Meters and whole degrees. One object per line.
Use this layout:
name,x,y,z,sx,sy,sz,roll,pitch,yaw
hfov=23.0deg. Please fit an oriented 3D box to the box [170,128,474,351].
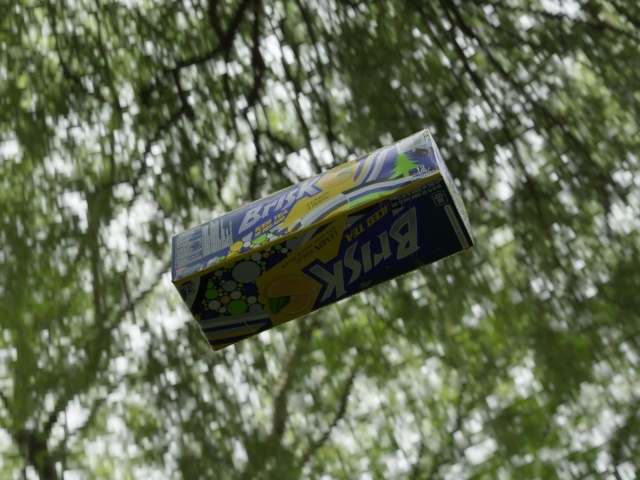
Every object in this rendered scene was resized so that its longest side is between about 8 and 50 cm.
box,0.000,0.000,0.919,0.169,0.054,0.059,-22,-57,9
